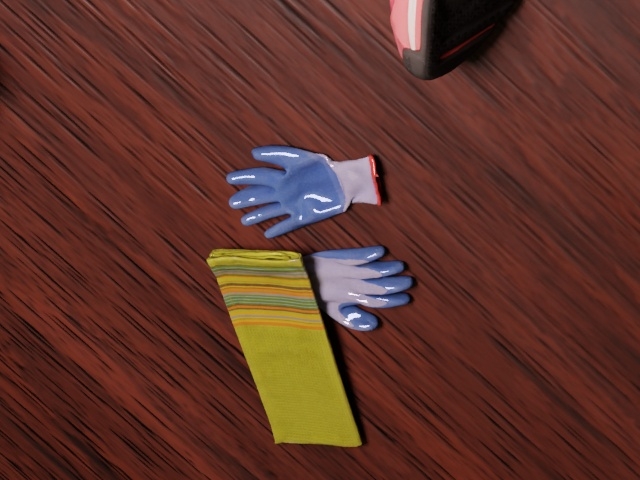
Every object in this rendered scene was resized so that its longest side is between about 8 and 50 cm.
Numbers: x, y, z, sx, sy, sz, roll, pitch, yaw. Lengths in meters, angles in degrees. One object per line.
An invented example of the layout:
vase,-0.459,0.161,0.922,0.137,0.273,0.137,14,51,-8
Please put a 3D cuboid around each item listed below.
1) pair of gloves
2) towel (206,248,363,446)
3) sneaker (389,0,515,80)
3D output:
pair of gloves,0.000,0.000,1.372,0.159,0.023,0.198,-3,118,27
towel,-0.033,0.110,1.442,0.102,0.021,0.237,1,125,29
sneaker,0.078,-0.276,1.130,0.136,0.116,0.314,34,141,39
